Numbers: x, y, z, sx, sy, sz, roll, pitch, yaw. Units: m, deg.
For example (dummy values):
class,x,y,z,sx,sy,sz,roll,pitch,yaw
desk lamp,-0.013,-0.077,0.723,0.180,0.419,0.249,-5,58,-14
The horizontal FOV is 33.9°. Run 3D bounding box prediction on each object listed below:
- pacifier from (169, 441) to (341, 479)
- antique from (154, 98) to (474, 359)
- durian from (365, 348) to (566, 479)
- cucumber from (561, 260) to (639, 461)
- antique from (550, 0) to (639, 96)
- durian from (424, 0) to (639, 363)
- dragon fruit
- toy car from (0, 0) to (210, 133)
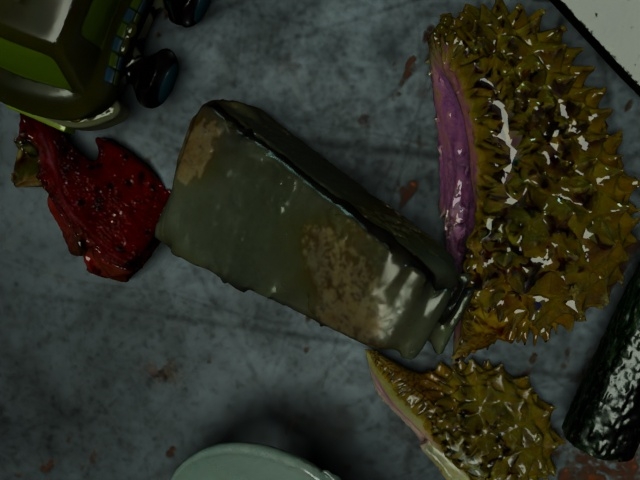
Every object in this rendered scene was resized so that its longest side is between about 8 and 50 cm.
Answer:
class,x,y,z,sx,sy,sz,roll,pitch,yaw
pacifier,-0.041,0.363,0.985,0.343,0.269,0.288,44,128,3
antique,0.000,0.000,0.936,0.284,0.125,0.150,31,106,24
durian,0.133,0.176,1.010,0.224,0.078,0.140,32,103,1
cucumber,0.301,0.086,0.969,0.074,0.074,0.241,22,102,5
antique,0.268,-0.201,0.922,0.081,0.080,0.221,-41,93,15
durian,0.193,-0.052,0.943,0.191,0.112,0.341,-3,98,11
dragon fruit,-0.229,-0.051,1.021,0.122,0.092,0.192,-37,92,13
toy car,-0.223,-0.227,0.929,0.204,0.198,0.247,24,92,5
